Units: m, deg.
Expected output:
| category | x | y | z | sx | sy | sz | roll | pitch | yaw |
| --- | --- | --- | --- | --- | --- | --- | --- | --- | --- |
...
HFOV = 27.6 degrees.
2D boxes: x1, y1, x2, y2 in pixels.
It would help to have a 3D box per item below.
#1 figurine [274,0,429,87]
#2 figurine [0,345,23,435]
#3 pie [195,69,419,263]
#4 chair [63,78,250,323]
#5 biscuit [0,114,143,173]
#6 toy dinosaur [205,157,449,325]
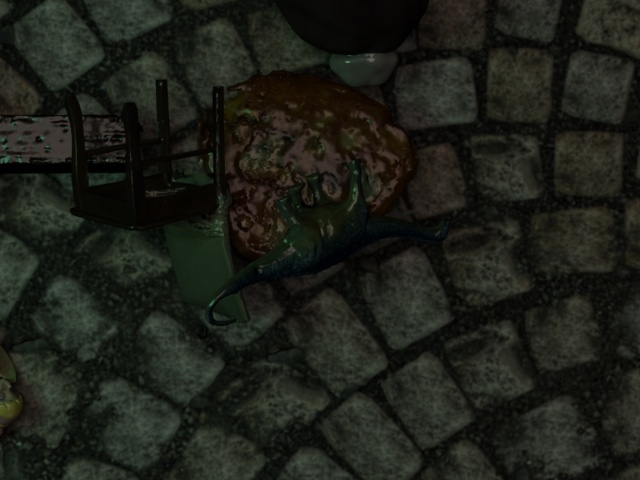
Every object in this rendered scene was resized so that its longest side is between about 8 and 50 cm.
| category | x | y | z | sx | sy | sz | roll | pitch | yaw |
| --- | --- | --- | --- | --- | --- | --- | --- | --- | --- |
| figurine | 0.049 | -0.419 | 1.774 | 0.218 | 0.206 | 0.365 | 19 | 61 | -22 |
| figurine | -0.460 | 0.178 | 1.770 | 0.083 | 0.083 | 0.187 | -21 | 94 | -2 |
| pie | -0.031 | -0.090 | 1.775 | 0.308 | 0.085 | 0.308 | 0 | 89 | -6 |
| chair | -0.207 | -0.035 | 1.671 | 0.186 | 0.160 | 0.319 | -16 | 110 | -41 |
| biscuit | -0.433 | -0.129 | 1.761 | 0.388 | 0.107 | 0.073 | -1 | 87 | -1 |
| toy dinosaur | 0.000 | -0.012 | 1.688 | 0.362 | 0.076 | 0.147 | -21 | 97 | -22 |
